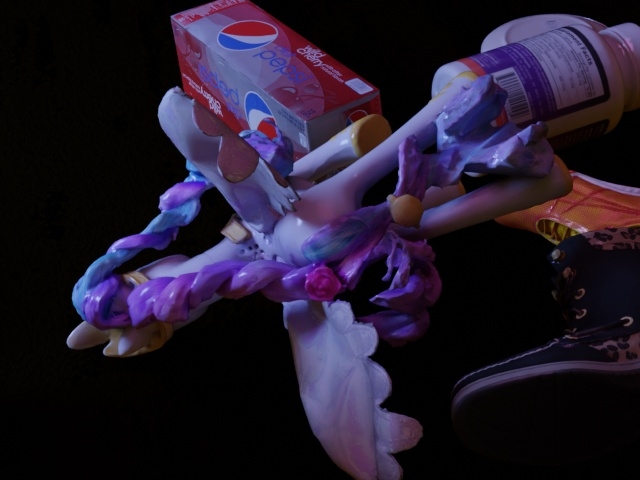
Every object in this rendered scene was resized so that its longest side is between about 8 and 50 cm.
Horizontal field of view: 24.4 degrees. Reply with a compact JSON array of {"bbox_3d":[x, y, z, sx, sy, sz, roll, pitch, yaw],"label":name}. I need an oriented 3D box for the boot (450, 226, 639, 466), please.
[{"bbox_3d":[0.191,0.073,1.102,0.236,0.085,0.178,-10,33,-9],"label":"boot"}]

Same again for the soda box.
[{"bbox_3d":[-0.043,-0.143,1.421,0.083,0.092,0.263,-25,40,-21],"label":"soda box"}]

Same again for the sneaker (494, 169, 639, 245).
[{"bbox_3d":[0.221,-0.016,1.232,0.175,0.064,0.067,8,49,24],"label":"sneaker"}]

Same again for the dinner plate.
[{"bbox_3d":[0.235,-0.204,1.521,0.141,0.017,0.141,-4,35,3],"label":"dinner plate"}]

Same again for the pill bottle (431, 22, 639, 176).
[{"bbox_3d":[0.209,-0.135,1.355,0.193,0.108,0.108,-19,38,-16],"label":"pill bottle"}]

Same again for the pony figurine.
[{"bbox_3d":[0.000,0.000,1.117,0.363,0.302,0.351,-28,9,-20],"label":"pony figurine"}]
